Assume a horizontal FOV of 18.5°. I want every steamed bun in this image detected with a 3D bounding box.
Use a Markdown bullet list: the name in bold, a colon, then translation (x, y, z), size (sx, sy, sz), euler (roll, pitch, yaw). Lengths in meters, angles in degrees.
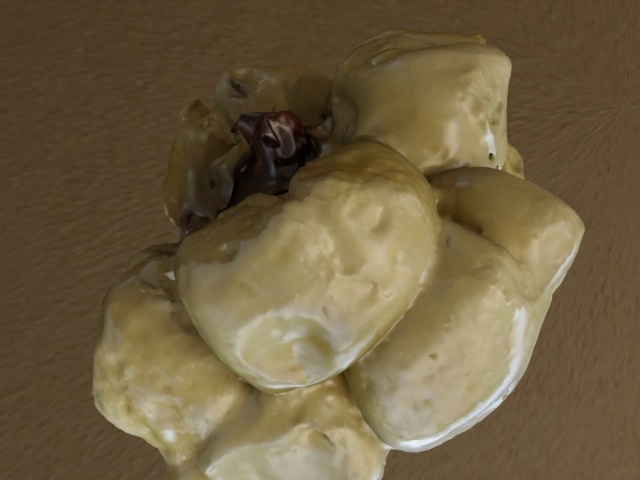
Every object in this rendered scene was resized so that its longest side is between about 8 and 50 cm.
- **steamed bun**: translation (0.000, 0.000, 0.704), size (0.192, 0.177, 0.106), euler (-21, -53, 36)
